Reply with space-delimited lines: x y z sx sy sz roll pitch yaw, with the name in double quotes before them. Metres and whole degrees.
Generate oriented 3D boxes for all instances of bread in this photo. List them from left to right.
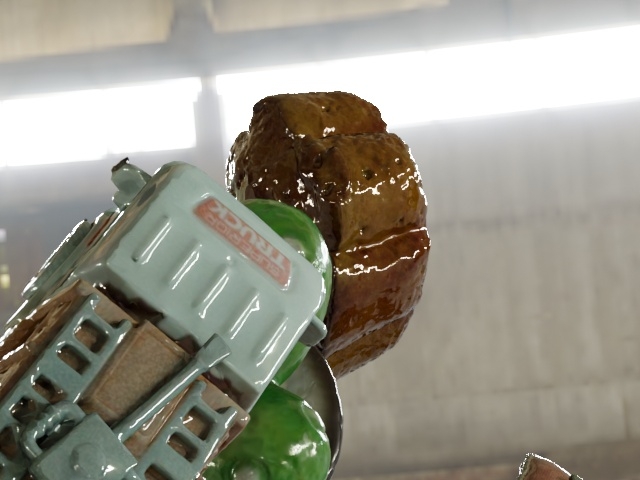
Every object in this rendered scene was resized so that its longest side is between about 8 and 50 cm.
"bread" -0.004 -0.012 1.354 0.135 0.232 0.247 -16 -39 -23

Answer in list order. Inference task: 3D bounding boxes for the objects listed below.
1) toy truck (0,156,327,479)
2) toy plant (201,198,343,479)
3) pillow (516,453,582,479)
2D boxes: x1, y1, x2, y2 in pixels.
"toy truck" -0.117 0.098 0.752 0.305 0.136 0.162 -55 10 -35
"toy plant" -0.059 0.103 1.115 0.175 0.218 0.235 5 -28 -22
"pillow" 0.237 0.276 1.442 0.075 0.179 0.171 -47 -2 27
